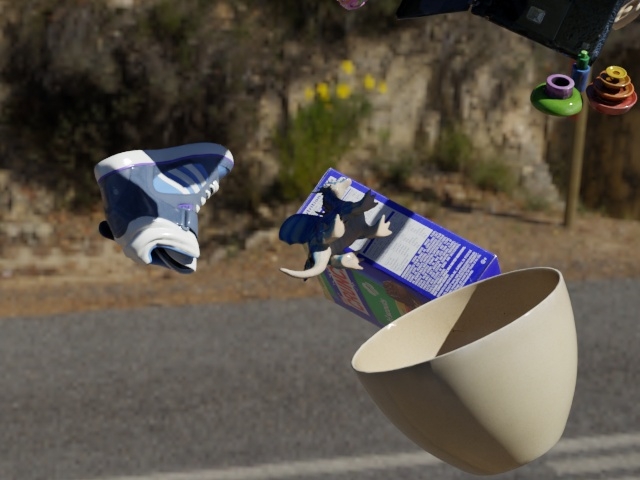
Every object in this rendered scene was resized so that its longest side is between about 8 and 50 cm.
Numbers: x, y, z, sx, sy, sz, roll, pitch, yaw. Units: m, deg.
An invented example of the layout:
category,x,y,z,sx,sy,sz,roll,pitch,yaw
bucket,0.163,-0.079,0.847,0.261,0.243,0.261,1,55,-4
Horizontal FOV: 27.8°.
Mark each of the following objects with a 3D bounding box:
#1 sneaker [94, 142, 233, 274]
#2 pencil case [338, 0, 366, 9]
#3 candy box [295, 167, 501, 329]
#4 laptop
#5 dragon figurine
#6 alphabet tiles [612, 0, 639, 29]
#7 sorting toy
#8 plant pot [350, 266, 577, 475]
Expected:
category,x,y,z,sx,sy,sz,roll,pitch,yaw
sneaker,-0.256,-0.046,2.363,0.130,0.236,0.323,-31,-14,38
pencil case,-0.016,-0.483,1.970,0.284,0.124,0.124,43,20,7
candy box,0.132,0.058,2.032,0.317,0.122,0.268,30,-18,28
laptop,0.267,-0.356,1.683,0.264,0.234,0.136,25,-12,5
dragon figurine,0.000,0.000,1.816,0.144,0.085,0.289,-12,25,41
alphabet tiles,0.474,-0.389,1.724,0.284,0.021,0.278,-33,17,39
sorting toy,0.253,-0.151,1.237,0.102,0.042,0.061,0,40,-4
plant pot,0.204,0.181,1.618,0.284,0.191,0.284,-24,9,4
